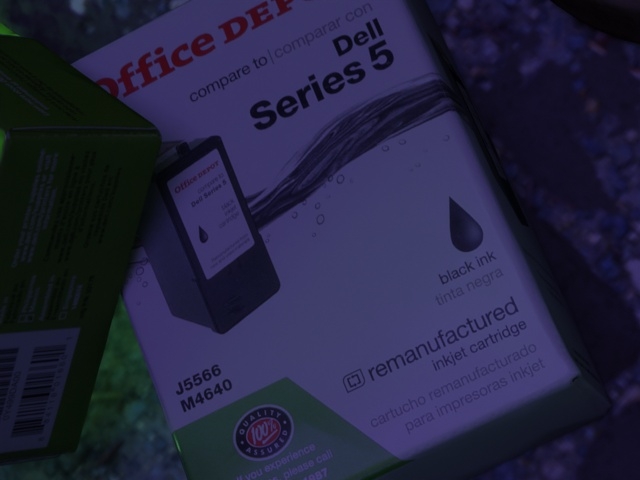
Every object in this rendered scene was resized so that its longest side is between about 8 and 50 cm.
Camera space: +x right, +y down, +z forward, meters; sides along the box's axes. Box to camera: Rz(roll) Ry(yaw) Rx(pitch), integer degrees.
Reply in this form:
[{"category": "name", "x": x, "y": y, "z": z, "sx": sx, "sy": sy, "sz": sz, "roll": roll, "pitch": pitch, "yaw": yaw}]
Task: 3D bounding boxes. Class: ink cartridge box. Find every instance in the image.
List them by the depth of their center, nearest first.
[{"category": "ink cartridge box", "x": 0.000, "y": 0.000, "z": 0.974, "sx": 0.198, "sy": 0.115, "sz": 0.272, "roll": -27, "pitch": 70, "yaw": 10}, {"category": "ink cartridge box", "x": -0.212, "y": -0.024, "z": 0.989, "sx": 0.255, "sy": 0.097, "sz": 0.188, "roll": 35, "pitch": 117, "yaw": 39}]

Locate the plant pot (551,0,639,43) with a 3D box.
[{"category": "plant pot", "x": 0.178, "y": -0.251, "z": 0.920, "sx": 0.263, "sy": 0.229, "sz": 0.263, "roll": -4, "pitch": 76, "yaw": 18}]
